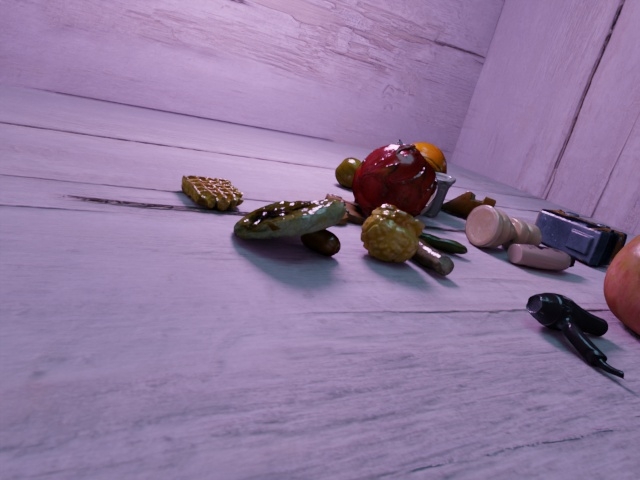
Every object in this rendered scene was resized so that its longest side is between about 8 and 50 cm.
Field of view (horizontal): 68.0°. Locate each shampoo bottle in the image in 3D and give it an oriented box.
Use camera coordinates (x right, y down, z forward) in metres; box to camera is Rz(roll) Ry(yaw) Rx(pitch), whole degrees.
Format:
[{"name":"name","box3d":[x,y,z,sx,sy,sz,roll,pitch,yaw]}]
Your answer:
[{"name":"shampoo bottle","box3d":[0.801,0.062,1.699,0.257,0.078,0.127,9,19,-19]}]

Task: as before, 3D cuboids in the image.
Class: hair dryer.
[{"name":"hair dryer","box3d":[0.633,0.241,1.123,0.236,0.091,0.271,20,29,-16]}]

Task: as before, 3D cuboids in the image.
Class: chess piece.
[{"name":"chess piece","box3d":[0.722,-0.033,1.816,0.300,0.166,0.167,10,19,-26]}]

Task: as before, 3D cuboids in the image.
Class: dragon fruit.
[{"name":"dragon fruit","box3d":[0.272,-0.205,1.741,0.296,0.302,0.295,44,13,-13]}]

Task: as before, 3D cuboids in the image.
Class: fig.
[{"name":"fig","box3d":[0.152,-0.286,2.188,0.142,0.186,0.148,-26,-9,24]}]

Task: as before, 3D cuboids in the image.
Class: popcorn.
[{"name":"popcorn","box3d":[0.208,-0.018,1.374,0.180,0.179,0.170,28,57,35]}]

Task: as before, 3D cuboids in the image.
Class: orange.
[{"name":"orange","box3d":[0.473,-0.333,2.242,0.275,0.274,0.310,26,12,31]}]

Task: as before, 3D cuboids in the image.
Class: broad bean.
[{"name":"broad bean","box3d":[0.378,0.000,1.607,0.255,0.046,0.065,19,-19,3]}]

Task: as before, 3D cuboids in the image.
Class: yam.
[{"name":"yam","box3d":[0.290,0.020,1.466,0.071,0.067,0.317,-9,26,-24]}]

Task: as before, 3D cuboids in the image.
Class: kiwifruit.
[{"name":"kiwifruit","box3d":[0.000,0.000,1.306,0.125,0.075,0.075,22,20,34]}]

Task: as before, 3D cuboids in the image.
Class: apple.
[{"name":"apple","box3d":[0.983,0.120,1.286,0.365,0.363,0.364,13,19,-4]}]

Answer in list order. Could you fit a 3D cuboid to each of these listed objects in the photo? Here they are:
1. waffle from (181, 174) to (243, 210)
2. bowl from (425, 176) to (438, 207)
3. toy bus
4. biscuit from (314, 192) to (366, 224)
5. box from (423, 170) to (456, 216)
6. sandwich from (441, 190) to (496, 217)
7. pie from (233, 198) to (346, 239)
[{"name":"waffle","box3d":[-0.334,-0.149,1.507,0.161,0.055,0.211,0,23,-34]},{"name":"bowl","box3d":[0.361,-0.190,1.934,0.238,0.237,0.126,23,-17,23]},{"name":"toy bus","box3d":[1.088,-0.019,2.022,0.194,0.161,0.323,3,20,-30]},{"name":"biscuit","box3d":[0.069,-0.114,1.723,0.197,0.048,0.301,17,20,13]},{"name":"box","box3d":[0.413,-0.230,2.091,0.312,0.182,0.175,21,20,21]},{"name":"sandwich","box3d":[0.683,-0.164,2.195,0.236,0.128,0.122,22,12,21]},{"name":"pie","box3d":[-0.089,-0.064,1.297,0.324,0.070,0.323,-9,13,2]}]
